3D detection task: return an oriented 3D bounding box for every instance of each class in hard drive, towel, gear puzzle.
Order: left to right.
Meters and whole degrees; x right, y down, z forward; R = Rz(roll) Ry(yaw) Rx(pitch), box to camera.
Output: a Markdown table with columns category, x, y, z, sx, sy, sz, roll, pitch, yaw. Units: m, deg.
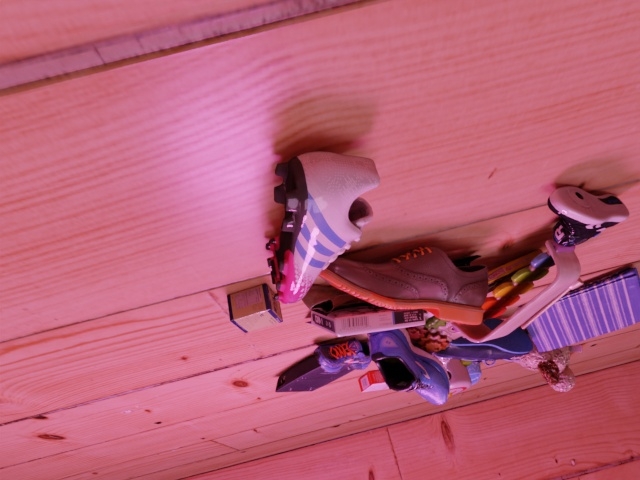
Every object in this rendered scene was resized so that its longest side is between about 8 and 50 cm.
| category | x | y | z | sx | sy | sz | roll | pitch | yaw |
| --- | --- | --- | --- | --- | --- | --- | --- | --- | --- |
| hard drive | -0.009 | 0.403 | 1.459 | 0.172 | 0.054 | 0.255 | 13 | 140 | -39 |
| gear puzzle | 0.311 | 0.245 | 1.277 | 0.176 | 0.044 | 0.339 | 31 | 132 | -20 |
| towel | 0.795 | 0.217 | 1.437 | 0.336 | 0.040 | 0.243 | -25 | 125 | 20 |

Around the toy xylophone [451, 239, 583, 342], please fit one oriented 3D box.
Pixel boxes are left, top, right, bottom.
| category | x | y | z | sx | sy | sz | roll | pitch | yaw |
| --- | --- | --- | --- | --- | --- | --- | --- | --- | --- |
| toy xylophone | 0.461 | 0.130 | 1.086 | 0.236 | 0.081 | 0.322 | 9 | 131 | -49 |

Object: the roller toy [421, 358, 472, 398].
| category | x | y | z | sx | sy | sz | roll | pitch | yaw |
| --- | --- | --- | --- | --- | --- | --- | --- | --- | --- |
| roller toy | 0.440 | 0.497 | 1.729 | 0.191 | 0.146 | 0.209 | 0 | 148 | -23 |

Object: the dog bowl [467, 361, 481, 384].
| category | x | y | z | sx | sy | sz | roll | pitch | yaw |
| --- | --- | --- | --- | --- | --- | --- | --- | --- | --- |
| dog bowl | 0.575 | 0.548 | 1.951 | 0.166 | 0.074 | 0.297 | -17 | 150 | 4 |

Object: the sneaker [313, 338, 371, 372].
| category | x | y | z | sx | sy | sz | roll | pitch | yaw |
| --- | --- | --- | --- | --- | --- | --- | --- | --- | --- |
| sneaker | 0.072 | 0.310 | 1.331 | 0.221 | 0.083 | 0.087 | 7 | 131 | -43 |

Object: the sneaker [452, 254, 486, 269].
| category | x | y | z | sx | sy | sz | roll | pitch | yaw |
| --- | --- | --- | --- | --- | --- | --- | --- | --- | --- |
| sneaker | 0.285 | 0.089 | 1.056 | 0.089 | 0.051 | 0.170 | -1 | 145 | -17 |

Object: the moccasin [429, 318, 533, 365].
| category | x | y | z | sx | sy | sz | roll | pitch | yaw |
| --- | --- | --- | --- | --- | --- | --- | --- | --- | --- |
| moccasin | 0.481 | 0.307 | 1.460 | 0.342 | 0.137 | 0.116 | 11 | 134 | -15 |

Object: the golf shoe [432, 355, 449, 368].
| category | x | y | z | sx | sy | sz | roll | pitch | yaw |
| --- | --- | --- | --- | --- | --- | --- | --- | --- | --- |
| golf shoe | 0.413 | 0.380 | 1.579 | 0.069 | 0.085 | 0.176 | -5 | 148 | -14 |

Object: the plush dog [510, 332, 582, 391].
| category | x | y | z | sx | sy | sz | roll | pitch | yaw |
| --- | --- | --- | --- | --- | --- | --- | --- | --- | --- |
| plush dog | 0.757 | 0.384 | 1.646 | 0.226 | 0.262 | 0.210 | 2 | 114 | -44 |

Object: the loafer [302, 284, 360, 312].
| category | x | y | z | sx | sy | sz | roll | pitch | yaw |
| --- | --- | --- | --- | --- | --- | --- | --- | --- | --- |
| loafer | 0.023 | 0.126 | 1.003 | 0.148 | 0.050 | 0.056 | 4 | 147 | -28 |

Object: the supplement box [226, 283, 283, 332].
| category | x | y | z | sx | sy | sz | roll | pitch | yaw |
| --- | --- | --- | --- | --- | --- | --- | --- | --- | --- |
| supplement box | -0.129 | 0.136 | 0.945 | 0.083 | 0.056 | 0.083 | -18 | 150 | 6 |

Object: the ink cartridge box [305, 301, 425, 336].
| category | x | y | z | sx | sy | sz | roll | pitch | yaw |
| --- | --- | --- | --- | --- | --- | --- | --- | --- | --- |
| ink cartridge box | 0.090 | 0.167 | 1.066 | 0.207 | 0.045 | 0.208 | -4 | 179 | -20 |

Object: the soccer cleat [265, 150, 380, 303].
| category | x | y | z | sx | sy | sz | roll | pitch | yaw |
| --- | --- | --- | --- | --- | --- | --- | --- | --- | --- |
| soccer cleat | 0.000 | 0.000 | 0.710 | 0.143 | 0.115 | 0.331 | -6 | 149 | -15 |

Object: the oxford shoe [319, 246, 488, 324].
| category | x | y | z | sx | sy | sz | roll | pitch | yaw |
| --- | --- | --- | --- | --- | --- | --- | --- | --- | --- |
| oxford shoe | 0.165 | 0.066 | 0.928 | 0.364 | 0.132 | 0.130 | 13 | -177 | -21 |

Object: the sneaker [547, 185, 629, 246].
| category | x | y | z | sx | sy | sz | roll | pitch | yaw |
| --- | --- | --- | --- | --- | --- | --- | --- | --- | --- |
| sneaker | 0.478 | -0.033 | 0.905 | 0.217 | 0.079 | 0.121 | 3 | 144 | -31 |

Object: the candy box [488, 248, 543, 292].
| category | x | y | z | sx | sy | sz | roll | pitch | yaw |
| --- | --- | --- | --- | --- | --- | --- | --- | --- | --- |
| candy box | 0.408 | 0.087 | 1.089 | 0.206 | 0.027 | 0.105 | -20 | 156 | -18 |

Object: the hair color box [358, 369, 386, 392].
| category | x | y | z | sx | sy | sz | roll | pitch | yaw |
| --- | --- | --- | --- | --- | --- | --- | --- | --- | --- |
| hair color box | 0.236 | 0.516 | 1.765 | 0.167 | 0.053 | 0.093 | 3 | 145 | -25 |

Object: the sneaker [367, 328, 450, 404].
| category | x | y | z | sx | sy | sz | roll | pitch | yaw |
| --- | --- | --- | --- | --- | --- | --- | --- | --- | --- |
| sneaker | 0.230 | 0.358 | 1.273 | 0.130 | 0.147 | 0.330 | -30 | 119 | 35 |
